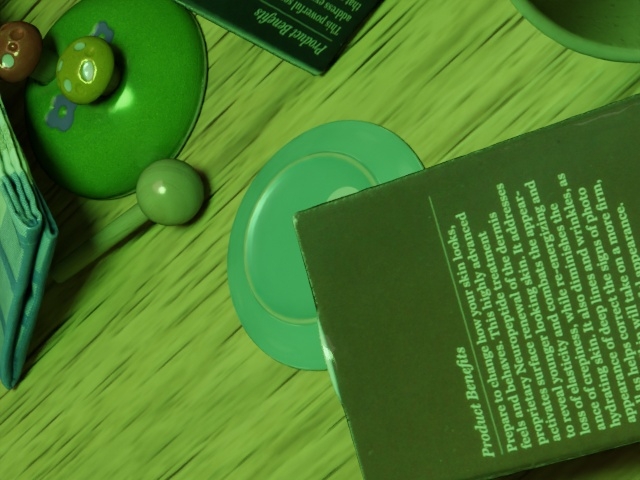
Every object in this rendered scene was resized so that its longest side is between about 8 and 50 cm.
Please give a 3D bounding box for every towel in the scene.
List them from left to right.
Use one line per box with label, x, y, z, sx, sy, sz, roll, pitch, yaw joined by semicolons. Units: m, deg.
towel;-0.287;-0.048;1.435;0.285;0.034;0.209;62;147;31

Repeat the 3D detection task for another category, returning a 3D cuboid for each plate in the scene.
plate;0.000;0.000;1.275;0.188;0.024;0.188;-13;69;35

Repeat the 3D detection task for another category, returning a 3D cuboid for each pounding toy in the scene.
pounding toy;-0.191;-0.109;1.396;0.183;0.110;0.237;-23;63;30

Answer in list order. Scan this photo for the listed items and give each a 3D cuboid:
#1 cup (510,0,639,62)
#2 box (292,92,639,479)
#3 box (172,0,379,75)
cup;0.185;-0.309;1.059;0.331;0.331;0.237;-50;43;14
box;0.189;0.019;1.029;0.381;0.143;0.191;-18;84;30
box;-0.015;-0.377;1.280;0.395;0.212;0.293;-50;53;13
